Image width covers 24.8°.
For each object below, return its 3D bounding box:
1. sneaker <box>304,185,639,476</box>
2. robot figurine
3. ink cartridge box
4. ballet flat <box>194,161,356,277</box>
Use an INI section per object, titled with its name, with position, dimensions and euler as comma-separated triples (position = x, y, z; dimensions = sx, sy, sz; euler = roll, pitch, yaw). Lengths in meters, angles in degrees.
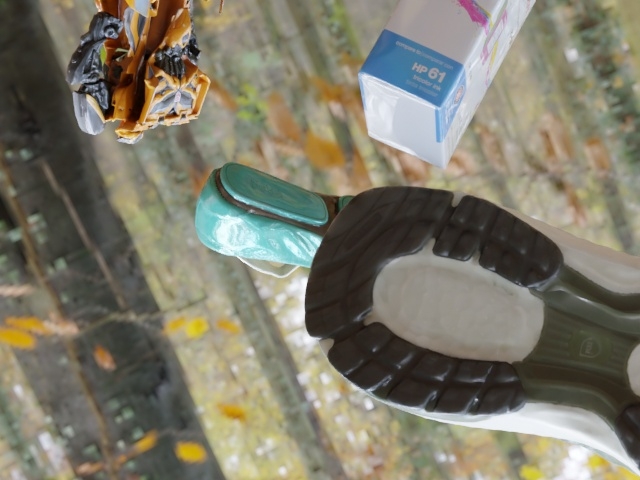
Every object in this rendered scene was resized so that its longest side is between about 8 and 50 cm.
[sneaker]
position = 0.202, 0.078, 0.869
dimensions = 0.410, 0.158, 0.182
euler = 23, 180, 17
[robot figurine]
position = -0.160, -0.234, 1.453
dimensions = 0.085, 0.291, 0.211
euler = 19, -162, 24
[ink cartridge box]
position = 0.073, -0.115, 0.803
dimensions = 0.122, 0.052, 0.088
euler = -62, 166, -14
[ballet flat]
position = 0.000, 0.000, 1.282
dimensions = 0.087, 0.247, 0.083
euler = -55, -150, 36
